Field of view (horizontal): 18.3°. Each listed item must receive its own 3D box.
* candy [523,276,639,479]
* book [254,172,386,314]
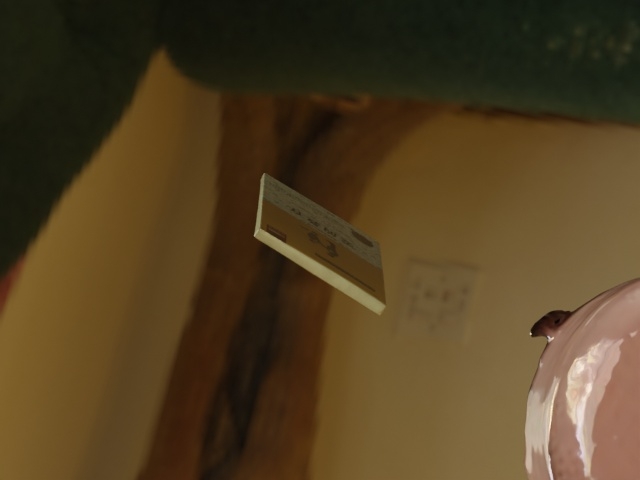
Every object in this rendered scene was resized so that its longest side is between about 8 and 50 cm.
[{"bbox_3d":[0.258,0.133,1.376,0.255,0.255,0.094,16,172,-9],"label":"candy"},{"bbox_3d":[0.000,0.000,1.603,0.118,0.012,0.172,31,-166,-9],"label":"book"}]
